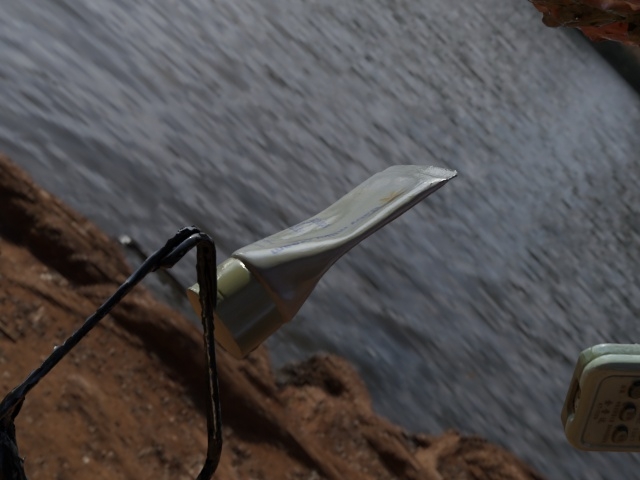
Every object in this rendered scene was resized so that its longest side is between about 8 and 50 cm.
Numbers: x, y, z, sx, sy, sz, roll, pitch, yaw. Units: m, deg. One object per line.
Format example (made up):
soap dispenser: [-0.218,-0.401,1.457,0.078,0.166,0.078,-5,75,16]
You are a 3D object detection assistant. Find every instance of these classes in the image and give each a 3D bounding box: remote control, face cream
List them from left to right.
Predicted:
face cream: [0.000,0.000,0.886,0.070,0.224,0.114,58,-18,-19]
remote control: [0.416,0.158,1.115,0.335,0.128,0.066,3,35,-6]

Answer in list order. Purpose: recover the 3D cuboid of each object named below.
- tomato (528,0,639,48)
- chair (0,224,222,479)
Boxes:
tomato: [0.292,-0.275,0.835,0.341,0.273,0.341,20,3,-1]
chair: [-0.151,0.083,0.396,0.140,0.145,0.221,17,36,20]
